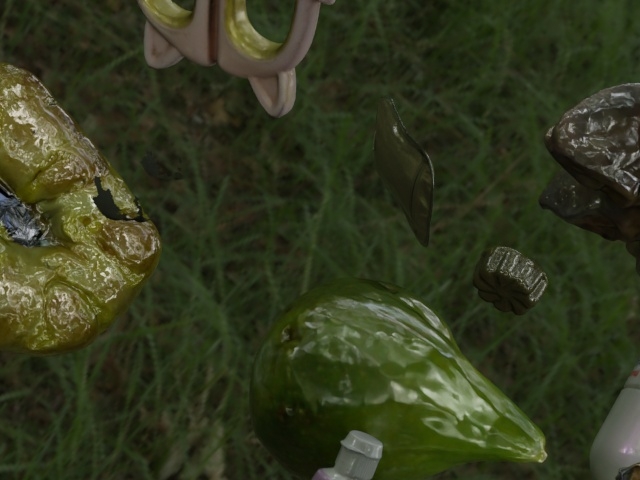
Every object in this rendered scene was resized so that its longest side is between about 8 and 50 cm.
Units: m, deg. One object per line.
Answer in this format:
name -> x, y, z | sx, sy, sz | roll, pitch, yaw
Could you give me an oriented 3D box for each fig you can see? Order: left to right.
fig -> 0.076, 0.146, 1.159 | 0.275, 0.206, 0.206 | 19, 27, 32

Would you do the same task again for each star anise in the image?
star anise -> 0.326, -0.052, 1.006 | 0.315, 0.315, 0.108 | 25, 64, -21

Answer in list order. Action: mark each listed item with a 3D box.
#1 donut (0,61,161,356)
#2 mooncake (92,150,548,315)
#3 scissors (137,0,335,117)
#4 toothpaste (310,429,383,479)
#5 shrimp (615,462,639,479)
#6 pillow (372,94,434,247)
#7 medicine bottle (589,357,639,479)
donut -> -0.280, -0.018, 1.118 | 0.208, 0.128, 0.261 | -40, 102, -24
mooncake -> 0.002, -0.010, 0.997 | 0.346, 0.150, 0.057 | 2, 45, 16
scissors -> -0.049, -0.210, 0.623 | 0.160, 0.318, 0.024 | 25, 42, 24
toothpaste -> -0.026, 0.285, 0.974 | 0.075, 0.301, 0.048 | 25, 6, 5
shrimp -> 0.304, 0.289, 1.133 | 0.166, 0.161, 0.049 | 45, 10, 16
pillow -> 0.105, -0.091, 1.629 | 0.033, 0.130, 0.217 | -8, 33, -14
medicine bottle -> 0.431, 0.162, 1.467 | 0.130, 0.130, 0.341 | 35, 78, -10
